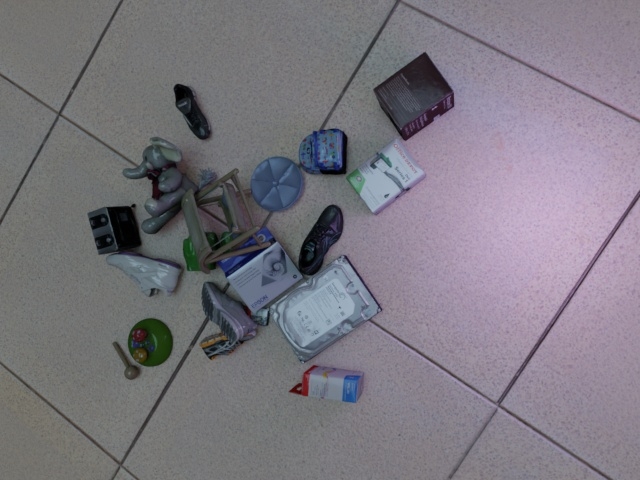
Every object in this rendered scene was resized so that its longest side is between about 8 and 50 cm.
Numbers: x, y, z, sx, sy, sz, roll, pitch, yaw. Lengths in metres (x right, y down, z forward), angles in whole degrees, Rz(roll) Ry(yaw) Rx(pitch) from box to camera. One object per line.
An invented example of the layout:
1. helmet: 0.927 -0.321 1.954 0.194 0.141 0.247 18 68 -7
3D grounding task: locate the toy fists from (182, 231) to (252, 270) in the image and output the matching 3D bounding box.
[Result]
1. toy fists: -0.363 0.033 1.923 0.279 0.096 0.142 -1 96 12

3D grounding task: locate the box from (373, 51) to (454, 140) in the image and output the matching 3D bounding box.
1. box: 0.308 -0.466 1.739 0.203 0.168 0.167 -34 79 11

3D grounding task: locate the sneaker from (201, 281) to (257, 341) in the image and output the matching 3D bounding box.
1. sneaker: -0.334 0.250 1.899 0.281 0.115 0.105 46 131 32

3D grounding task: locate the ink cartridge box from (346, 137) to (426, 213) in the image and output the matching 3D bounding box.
1. ink cartridge box: 0.223 -0.215 1.788 0.219 0.092 0.160 -38 80 10

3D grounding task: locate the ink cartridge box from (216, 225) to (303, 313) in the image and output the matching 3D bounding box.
1. ink cartridge box: -0.211 0.102 1.851 0.223 0.045 0.224 -37 99 -1

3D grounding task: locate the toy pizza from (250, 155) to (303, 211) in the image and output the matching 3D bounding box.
1. toy pizza: -0.156 -0.203 1.913 0.201 0.032 0.201 -1 86 15

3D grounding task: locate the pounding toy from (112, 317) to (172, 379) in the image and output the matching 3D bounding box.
1. pounding toy: -0.678 0.400 1.974 0.237 0.110 0.183 -35 80 10

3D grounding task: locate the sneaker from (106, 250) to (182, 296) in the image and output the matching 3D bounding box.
1. sneaker: -0.675 0.126 1.983 0.305 0.114 0.152 13 89 14

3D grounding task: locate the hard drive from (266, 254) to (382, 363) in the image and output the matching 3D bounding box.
1. hard drive: 0.012 0.238 1.836 0.339 0.064 0.237 -35 80 9

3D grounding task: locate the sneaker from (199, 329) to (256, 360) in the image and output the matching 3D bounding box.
1. sneaker: -0.327 0.368 1.911 0.215 0.084 0.083 -18 99 15

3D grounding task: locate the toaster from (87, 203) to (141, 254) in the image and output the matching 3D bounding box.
1. toaster: -0.769 -0.043 1.991 0.110 0.186 0.168 -14 92 15

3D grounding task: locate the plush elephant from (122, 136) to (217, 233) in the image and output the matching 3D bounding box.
1. plush elephant: -0.574 -0.231 1.906 0.330 0.272 0.255 -43 92 -20

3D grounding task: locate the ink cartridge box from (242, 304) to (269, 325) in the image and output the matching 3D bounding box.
1. ink cartridge box: -0.242 0.270 1.913 0.115 0.029 0.062 6 89 14

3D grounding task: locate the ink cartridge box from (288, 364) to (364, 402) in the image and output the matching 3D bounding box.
1. ink cartridge box: 0.021 0.478 1.785 0.231 0.134 0.078 4 89 13

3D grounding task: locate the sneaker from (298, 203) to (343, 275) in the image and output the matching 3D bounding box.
1. sneaker: 0.000 0.000 1.828 0.101 0.106 0.267 24 92 15

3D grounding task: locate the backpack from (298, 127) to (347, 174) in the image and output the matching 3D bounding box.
1. backpack: 0.000 -0.307 1.837 0.173 0.117 0.158 2 87 17

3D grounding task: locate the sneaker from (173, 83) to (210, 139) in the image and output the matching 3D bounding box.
1. sneaker: -0.487 -0.482 1.969 0.078 0.106 0.234 -26 82 12

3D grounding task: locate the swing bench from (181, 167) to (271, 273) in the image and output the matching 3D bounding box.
1. swing bench: -0.338 -0.063 1.801 0.255 0.165 0.253 -23 65 0
